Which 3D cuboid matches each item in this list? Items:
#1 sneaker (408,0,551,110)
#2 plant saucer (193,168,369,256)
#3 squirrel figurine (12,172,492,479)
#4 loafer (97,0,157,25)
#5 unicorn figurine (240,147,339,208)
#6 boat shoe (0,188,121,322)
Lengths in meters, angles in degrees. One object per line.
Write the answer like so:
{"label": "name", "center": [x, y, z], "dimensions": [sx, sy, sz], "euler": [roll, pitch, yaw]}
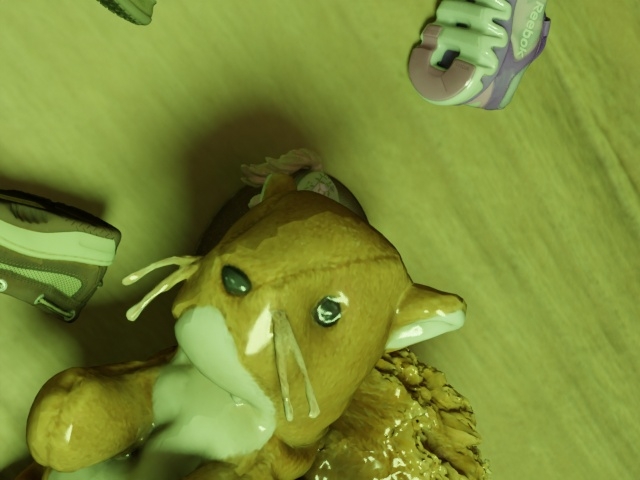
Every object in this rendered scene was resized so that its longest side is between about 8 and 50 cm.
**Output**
{"label": "sneaker", "center": [0.168, -0.216, 1.211], "dimensions": [0.104, 0.095, 0.236], "euler": [24, 92, -46]}
{"label": "plant saucer", "center": [-0.020, 0.039, 1.161], "dimensions": [0.198, 0.036, 0.199], "euler": [-11, 108, -36]}
{"label": "squirrel figurine", "center": [-0.046, 0.142, 1.004], "dimensions": [0.397, 0.281, 0.370], "euler": [15, 105, -56]}
{"label": "loafer", "center": [-0.159, -0.215, 0.972], "dimensions": [0.050, 0.056, 0.148], "euler": [-46, 126, -11]}
{"label": "unicorn figurine", "center": [0.000, 0.000, 1.104], "dimensions": [0.111, 0.060, 0.162], "euler": [-28, 120, -25]}
{"label": "boat shoe", "center": [-0.255, 0.006, 0.935], "dimensions": [0.257, 0.095, 0.095], "euler": [18, 96, -40]}
